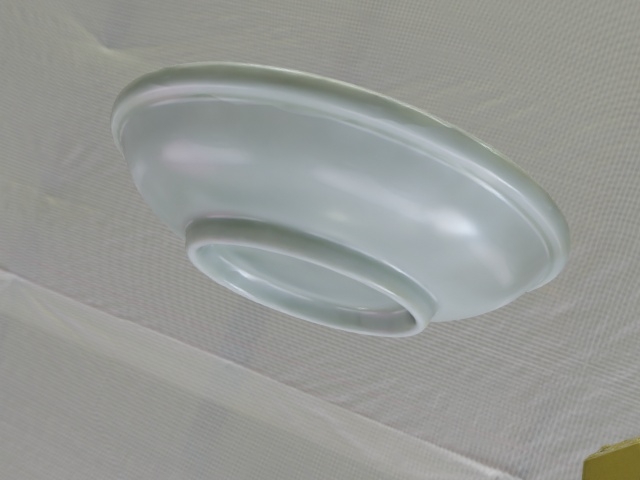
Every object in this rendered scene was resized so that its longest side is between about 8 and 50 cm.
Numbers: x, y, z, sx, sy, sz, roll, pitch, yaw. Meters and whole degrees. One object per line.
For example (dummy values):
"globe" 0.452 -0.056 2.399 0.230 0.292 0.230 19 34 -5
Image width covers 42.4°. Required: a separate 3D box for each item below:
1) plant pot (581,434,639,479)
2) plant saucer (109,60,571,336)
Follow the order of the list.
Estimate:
"plant pot" 0.237 0.187 0.601 0.081 0.082 0.083 -30 -108 30
"plant saucer" 0.000 0.000 0.703 0.401 0.400 0.100 13 -109 19
